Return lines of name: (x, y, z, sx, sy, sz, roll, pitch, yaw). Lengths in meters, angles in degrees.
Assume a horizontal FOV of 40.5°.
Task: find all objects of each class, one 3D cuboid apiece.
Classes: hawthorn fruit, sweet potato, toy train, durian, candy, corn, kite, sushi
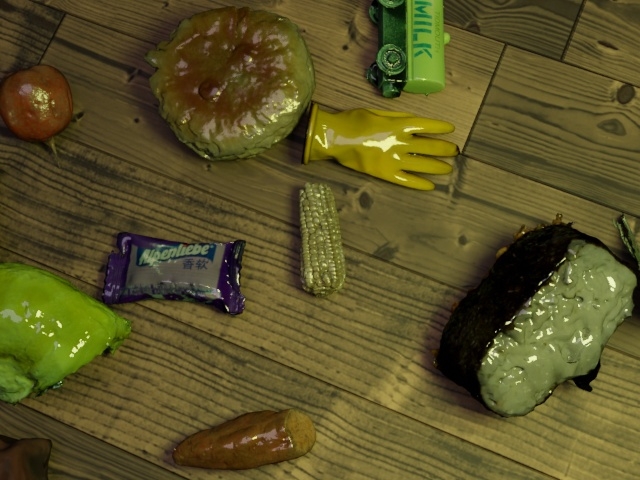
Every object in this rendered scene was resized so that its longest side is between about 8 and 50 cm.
hawthorn fruit: (-0.541, -0.255, 1.671, 0.149, 0.149, 0.189, -33, 74, -5)
sweet potato: (-0.134, 0.347, 1.498, 0.252, 0.097, 0.097, -9, 74, 0)
toy train: (0.175, -0.396, 1.679, 0.157, 0.105, 0.253, 2, 76, -9)
durian: (-0.527, 0.157, 1.498, 0.340, 0.204, 0.256, 39, 95, -23)
candy: (-0.265, 0.059, 1.600, 0.275, 0.070, 0.145, 3, 68, 10)
corn: (0.000, 0.000, 1.593, 0.087, 0.087, 0.211, -5, 68, 3)
kite: (0.554, 0.062, 1.479, 0.013, 0.323, 0.268, -26, 117, 22)
sushi: (0.364, 0.138, 1.460, 0.348, 0.207, 0.234, -44, 115, -4)

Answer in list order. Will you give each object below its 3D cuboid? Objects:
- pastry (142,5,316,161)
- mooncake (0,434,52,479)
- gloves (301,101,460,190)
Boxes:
pastry: (-0.166, -0.293, 1.650, 0.330, 0.136, 0.329, -2, 77, 9)
mooncake: (-0.541, 0.488, 1.453, 0.334, 0.174, 0.326, 1, 72, 6)
gloves: (0.117, -0.177, 1.632, 0.294, 0.116, 0.133, 9, 103, -2)
